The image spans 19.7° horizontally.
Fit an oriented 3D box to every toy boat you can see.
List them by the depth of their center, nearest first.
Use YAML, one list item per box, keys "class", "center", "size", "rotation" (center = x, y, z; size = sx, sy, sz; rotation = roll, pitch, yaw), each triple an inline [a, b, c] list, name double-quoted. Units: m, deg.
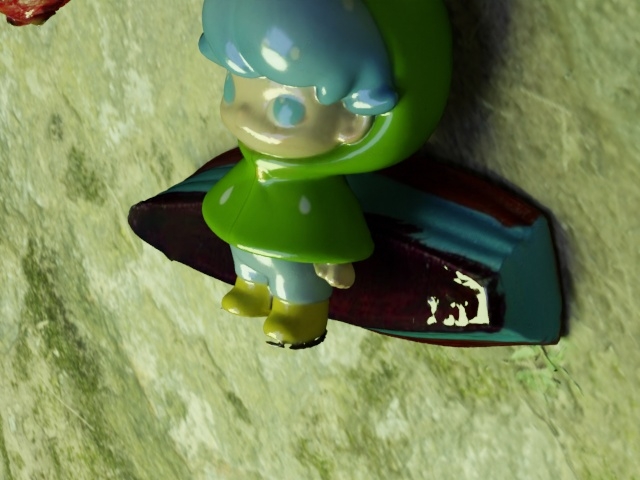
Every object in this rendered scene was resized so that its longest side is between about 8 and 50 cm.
- class: "toy boat"
  center: [0.000, 0.000, 1.231]
  size: [0.392, 0.079, 0.136]
  rotation: [13, 118, 48]

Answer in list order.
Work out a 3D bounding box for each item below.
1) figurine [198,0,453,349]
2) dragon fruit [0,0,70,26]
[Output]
- class: "figurine"
  center: [-0.007, -0.073, 1.099]
  size: [0.162, 0.143, 0.263]
  rotation: [29, 115, 50]
- class: "dragon fruit"
  center: [-0.222, -0.239, 1.348]
  size: [0.133, 0.136, 0.166]
  rotation: [-11, 113, 22]
